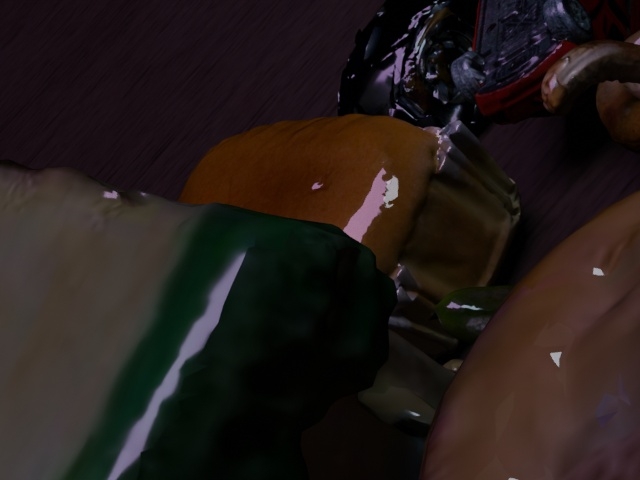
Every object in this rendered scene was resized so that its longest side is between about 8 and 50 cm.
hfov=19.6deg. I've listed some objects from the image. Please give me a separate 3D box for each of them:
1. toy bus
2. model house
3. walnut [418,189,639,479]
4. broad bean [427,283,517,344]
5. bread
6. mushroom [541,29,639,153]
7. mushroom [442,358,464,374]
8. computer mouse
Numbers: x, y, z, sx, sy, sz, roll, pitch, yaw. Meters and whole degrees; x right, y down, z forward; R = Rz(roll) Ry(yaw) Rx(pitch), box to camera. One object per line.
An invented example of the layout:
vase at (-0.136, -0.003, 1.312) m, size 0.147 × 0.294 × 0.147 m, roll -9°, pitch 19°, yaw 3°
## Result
toy bus at (0.141, -0.131, 1.103) m, size 0.081 × 0.089 × 0.195 m, roll -31°, pitch 28°, yaw 31°
model house at (-0.075, 0.202, 0.707) m, size 0.335 × 0.343 × 0.382 m, roll 11°, pitch 69°, yaw 52°
walnut at (0.158, 0.122, 0.466) m, size 0.306 × 0.306 × 0.343 m, roll -24°, pitch 46°, yaw 40°
broad bean at (0.147, 0.029, 0.832) m, size 0.195 × 0.046 × 0.061 m, roll -16°, pitch 51°, yaw -19°
bread at (0.000, 0.000, 1.099) m, size 0.241 × 0.107 × 0.136 m, roll -3°, pitch 60°, yaw 54°
mushroom at (0.170, -0.080, 0.991) m, size 0.130 × 0.072 × 0.088 m, roll -19°, pitch 32°, yaw -22°
mushroom at (0.126, 0.099, 0.779) m, size 0.333 × 0.107 × 0.087 m, roll 9°, pitch 95°, yaw 60°
computer mouse at (0.074, -0.133, 1.231) m, size 0.146 × 0.077 × 0.241 m, roll -10°, pitch 44°, yaw 50°
